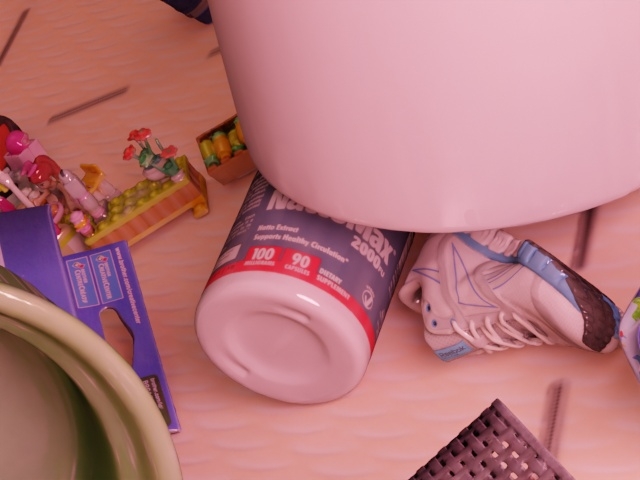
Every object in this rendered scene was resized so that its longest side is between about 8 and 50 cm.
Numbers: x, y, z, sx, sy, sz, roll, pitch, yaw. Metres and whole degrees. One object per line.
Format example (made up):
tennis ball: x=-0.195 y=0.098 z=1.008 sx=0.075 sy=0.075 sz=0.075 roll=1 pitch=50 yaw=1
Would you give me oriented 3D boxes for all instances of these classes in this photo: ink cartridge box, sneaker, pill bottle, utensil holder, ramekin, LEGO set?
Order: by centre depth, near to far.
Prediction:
sneaker: x=0.102 y=0.040 z=1.108 sx=0.083 sy=0.071 sz=0.190 roll=-52 pitch=25 yaw=-3
utensil holder: x=0.070 y=-0.245 z=1.108 sx=0.327 sy=0.385 sz=0.327 roll=-8 pitch=33 yaw=5
ramekin: x=-0.238 y=0.145 z=1.114 sx=0.303 sy=0.303 sz=0.148 roll=-41 pitch=23 yaw=-3
pill bottle: x=0.000 y=0.000 z=1.217 sx=0.108 sy=0.108 sz=0.180 roll=-15 pitch=38 yaw=35
ink cartridge box: x=-0.259 y=0.071 z=1.273 sx=0.311 sy=0.065 sz=0.186 roll=-8 pitch=45 yaw=-13
LEGO set: x=-0.178 y=-0.052 z=1.482 sx=0.287 sy=0.107 sz=0.132 roll=-8 pitch=43 yaw=42

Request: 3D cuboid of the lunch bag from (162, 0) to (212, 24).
lunch bag: x=-0.108 y=-0.229 z=1.685 sx=0.067 sy=0.065 sz=0.098 roll=-52 pitch=29 yaw=11

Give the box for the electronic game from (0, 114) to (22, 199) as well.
electronic game: x=-0.341 y=-0.021 z=1.681 sx=0.229 sy=0.048 sz=0.229 roll=-28 pitch=32 yaw=19

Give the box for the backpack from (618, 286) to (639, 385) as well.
backpack: x=0.203 y=0.040 z=0.946 sx=0.084 sy=0.105 sz=0.114 roll=7 pitch=48 yaw=50

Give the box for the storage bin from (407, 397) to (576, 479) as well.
storage bin: x=0.111 y=0.166 z=0.842 sx=0.084 sy=0.122 sz=0.180 roll=-42 pitch=38 yaw=0
